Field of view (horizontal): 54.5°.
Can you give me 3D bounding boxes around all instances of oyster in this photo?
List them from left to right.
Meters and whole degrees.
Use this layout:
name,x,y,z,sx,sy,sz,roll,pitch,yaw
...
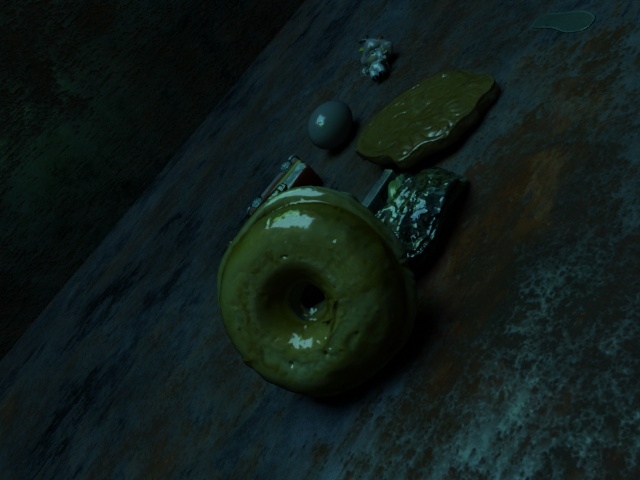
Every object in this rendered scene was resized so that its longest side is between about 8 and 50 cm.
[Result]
name,x,y,z,sx,sy,sz,roll,pitch,yaw
oyster,0.220,-0.046,1.436,0.351,0.162,0.158,-45,-12,-14

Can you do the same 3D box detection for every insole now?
name,x,y,z,sx,sy,sz,roll,pitch,yaw
insole,0.653,-0.593,1.675,0.080,0.003,0.232,-45,28,2

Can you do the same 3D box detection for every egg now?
name,x,y,z,sx,sy,sz,roll,pitch,yaw
egg,0.035,-0.396,2.113,0.146,0.146,0.198,-10,38,48

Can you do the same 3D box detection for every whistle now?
name,x,y,z,sx,sy,sz,roll,pitch,yaw
whistle,0.199,-0.121,1.595,0.057,0.104,0.198,-10,25,12

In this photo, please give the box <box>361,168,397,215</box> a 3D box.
name,x,y,z,sx,sy,sz,roll,pitch,yaw
box,0.145,-0.101,1.683,0.041,0.050,0.207,12,62,54

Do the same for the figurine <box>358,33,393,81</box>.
name,x,y,z,sx,sy,sz,roll,pitch,yaw
figurine,0.210,-0.673,2.285,0.137,0.112,0.228,-35,42,37

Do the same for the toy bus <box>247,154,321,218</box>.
name,x,y,z,sx,sy,sz,roll,pitch,yaw
toy bus,-0.115,-0.141,2.028,0.265,0.121,0.120,-50,37,-7

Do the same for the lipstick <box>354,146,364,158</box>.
name,x,y,z,sx,sy,sz,roll,pitch,yaw
lipstick,0.164,-0.272,1.883,0.045,0.045,0.145,-55,30,-10

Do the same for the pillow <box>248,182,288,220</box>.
name,x,y,z,sx,sy,sz,roll,pitch,yaw
pillow,-0.156,0.039,1.592,0.308,0.109,0.305,98,-166,-67

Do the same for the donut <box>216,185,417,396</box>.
name,x,y,z,sx,sy,sz,roll,pitch,yaw
donut,-0.018,0.110,1.286,0.449,0.448,0.198,-33,-3,23

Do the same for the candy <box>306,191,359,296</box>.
name,x,y,z,sx,sy,sz,roll,pitch,yaw
candy,0.000,0.000,1.524,0.295,0.185,0.295,21,-90,-82

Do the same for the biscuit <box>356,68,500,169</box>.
name,x,y,z,sx,sy,sz,roll,pitch,yaw
biscuit,0.285,-0.352,1.747,0.385,0.062,0.365,-42,31,-7
